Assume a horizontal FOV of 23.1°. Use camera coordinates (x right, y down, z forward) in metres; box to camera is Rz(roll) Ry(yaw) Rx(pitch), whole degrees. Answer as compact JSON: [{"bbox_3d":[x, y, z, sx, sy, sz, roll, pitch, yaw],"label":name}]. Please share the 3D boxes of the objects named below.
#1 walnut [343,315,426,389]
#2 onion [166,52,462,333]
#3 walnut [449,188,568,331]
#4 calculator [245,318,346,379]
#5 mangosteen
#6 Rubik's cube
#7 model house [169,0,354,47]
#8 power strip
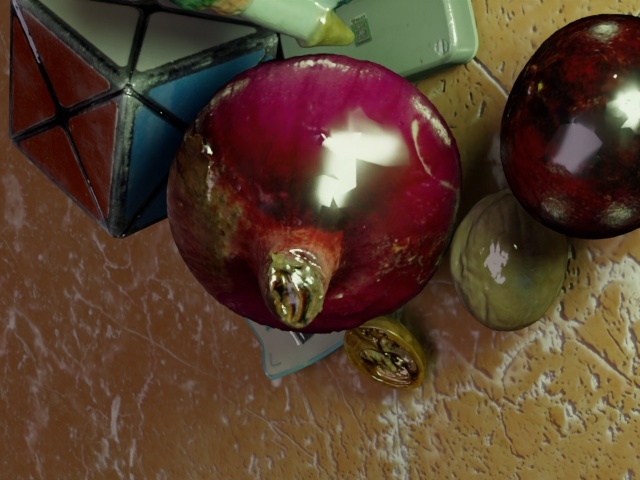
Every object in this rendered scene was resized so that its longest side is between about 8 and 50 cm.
[{"bbox_3d":[0.085,0.134,1.974,0.121,0.052,0.091,43,131,-14],"label":"walnut"},{"bbox_3d":[-0.012,-0.025,1.760,0.347,0.385,0.348,2,119,4],"label":"onion"},{"bbox_3d":[0.213,0.022,1.776,0.140,0.140,0.162,4,113,42],"label":"walnut"},{"bbox_3d":[0.000,0.000,2.028,0.386,0.054,0.256,-46,70,40],"label":"calculator"},{"bbox_3d":[0.317,-0.102,1.608,0.261,0.235,0.235,24,128,-9],"label":"mangosteen"},{"bbox_3d":[-0.232,-0.198,2.018,0.255,0.260,0.259,42,137,29],"label":"Rubik's cube"},{"bbox_3d":[0.004,-0.342,1.712,0.194,0.325,0.267,-34,48,43],"label":"model house"},{"bbox_3d":[0.060,-0.274,1.877,0.265,0.059,0.194,-15,86,41],"label":"power strip"}]
